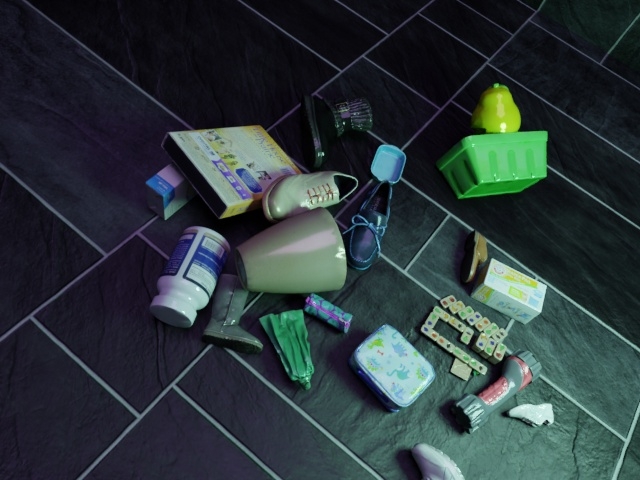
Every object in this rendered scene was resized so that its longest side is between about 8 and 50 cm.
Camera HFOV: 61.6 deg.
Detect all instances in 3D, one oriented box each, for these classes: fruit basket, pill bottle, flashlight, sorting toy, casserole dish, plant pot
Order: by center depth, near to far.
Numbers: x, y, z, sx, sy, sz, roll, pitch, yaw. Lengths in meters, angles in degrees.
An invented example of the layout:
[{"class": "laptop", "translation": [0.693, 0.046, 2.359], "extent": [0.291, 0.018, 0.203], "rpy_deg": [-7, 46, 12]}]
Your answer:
[{"class": "pill bottle", "translation": [-0.371, 0.103, 1.526], "extent": [0.153, 0.153, 0.265], "rpy_deg": [20, 56, -1]}, {"class": "plant pot", "translation": [-0.101, 0.054, 1.565], "extent": [0.274, 0.256, 0.257], "rpy_deg": [-14, 63, -20]}, {"class": "flashlight", "translation": [0.516, 0.433, 1.580], "extent": [0.304, 0.103, 0.103], "rpy_deg": [-25, 41, -25]}, {"class": "sorting toy", "translation": [0.441, 0.396, 1.634], "extent": [0.083, 0.012, 0.062], "rpy_deg": [29, 55, 6]}, {"class": "casserole dish", "translation": [0.248, -0.276, 1.988], "extent": [0.114, 0.037, 0.188], "rpy_deg": [21, 55, 0]}, {"class": "fruit basket", "translation": [0.634, -0.368, 1.992], "extent": [0.392, 0.283, 0.392], "rpy_deg": [5, 73, -15]}]

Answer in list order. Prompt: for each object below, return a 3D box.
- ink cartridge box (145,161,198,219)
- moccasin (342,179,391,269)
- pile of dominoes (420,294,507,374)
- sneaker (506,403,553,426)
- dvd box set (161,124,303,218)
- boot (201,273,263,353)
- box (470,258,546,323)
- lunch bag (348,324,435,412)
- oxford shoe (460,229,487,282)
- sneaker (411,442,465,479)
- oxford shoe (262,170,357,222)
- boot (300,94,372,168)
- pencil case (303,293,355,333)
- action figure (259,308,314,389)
[{"class": "ink cartridge box", "translation": [-0.438, -0.188, 1.701], "extent": [0.078, 0.134, 0.231], "rpy_deg": [37, 58, 10]}, {"class": "moccasin", "translation": [0.157, -0.068, 1.787], "extent": [0.137, 0.117, 0.342], "rpy_deg": [17, 56, -3]}, {"class": "pile of dominoes", "translation": [0.463, 0.282, 1.686], "extent": [0.251, 0.040, 0.196], "rpy_deg": [35, 53, 8]}, {"class": "sneaker", "translation": [0.622, 0.515, 1.582], "extent": [0.152, 0.054, 0.061], "rpy_deg": [3, 61, -13]}, {"class": "dvd box set", "translation": [-0.251, -0.235, 1.710], "extent": [0.308, 0.062, 0.420], "rpy_deg": [50, 35, 12]}, {"class": "boot", "translation": [-0.235, 0.208, 1.553], "extent": [0.189, 0.076, 0.209], "rpy_deg": [19, 49, -5]}, {"class": "box", "translation": [0.616, 0.167, 1.766], "extent": [0.203, 0.103, 0.114], "rpy_deg": [27, 56, 3]}, {"class": "lunch bag", "translation": [0.200, 0.367, 1.544], "extent": [0.219, 0.090, 0.176], "rpy_deg": [45, 58, 14]}, {"class": "oxford shoe", "translation": [0.532, 0.062, 1.832], "extent": [0.076, 0.076, 0.212], "rpy_deg": [30, 56, -8]}, {"class": "sneaker", "translation": [0.321, 0.667, 1.383], "extent": [0.129, 0.111, 0.297], "rpy_deg": [-25, 67, -20]}, {"class": "oxford shoe", "translation": [-0.028, -0.155, 1.692], "extent": [0.397, 0.146, 0.141], "rpy_deg": [-32, 112, -50]}, {"class": "boot", "translation": [0.068, -0.407, 1.966], "extent": [0.260, 0.131, 0.348], "rpy_deg": [2, 58, -13]}, {"class": "pencil case", "translation": [0.024, 0.216, 1.606], "extent": [0.151, 0.070, 0.064], "rpy_deg": [28, 81, 6]}, {"class": "action figure", "translation": [-0.078, 0.314, 1.523], "extent": [0.137, 0.063, 0.232], "rpy_deg": [-11, 58, -22]}]
